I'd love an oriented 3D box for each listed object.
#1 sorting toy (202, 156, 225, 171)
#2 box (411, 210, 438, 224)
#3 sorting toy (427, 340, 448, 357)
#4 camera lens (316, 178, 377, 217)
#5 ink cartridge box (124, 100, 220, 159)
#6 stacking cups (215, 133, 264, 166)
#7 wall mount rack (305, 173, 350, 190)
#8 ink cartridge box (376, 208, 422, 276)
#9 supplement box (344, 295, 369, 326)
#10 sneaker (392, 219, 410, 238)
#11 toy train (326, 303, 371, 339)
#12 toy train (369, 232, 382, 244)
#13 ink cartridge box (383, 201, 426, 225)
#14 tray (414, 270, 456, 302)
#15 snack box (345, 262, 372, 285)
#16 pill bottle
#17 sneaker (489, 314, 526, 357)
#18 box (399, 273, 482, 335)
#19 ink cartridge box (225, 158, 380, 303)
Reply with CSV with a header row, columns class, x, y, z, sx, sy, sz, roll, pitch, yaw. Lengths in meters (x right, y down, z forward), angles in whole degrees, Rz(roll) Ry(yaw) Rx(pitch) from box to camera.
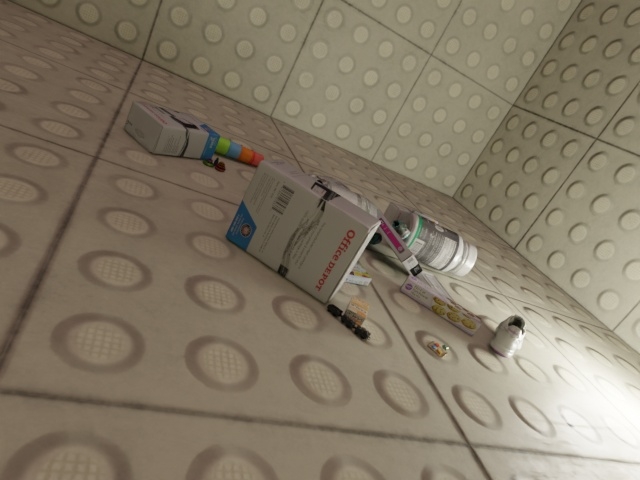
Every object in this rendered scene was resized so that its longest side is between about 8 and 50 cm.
class,x,y,z,sx,sy,sz,roll,pitch,yaw
sorting toy,-0.457,-0.339,1.939,0.102,0.042,0.061,23,21,-14
box,0.492,-0.039,2.248,0.145,0.186,0.038,23,1,-14
sorting toy,0.390,0.351,1.459,0.062,0.012,0.083,39,24,27
camera lens,0.063,-0.112,1.822,0.275,0.219,0.219,19,23,-23
ink cartridge box,-0.621,-0.458,1.884,0.223,0.128,0.308,39,23,24
stacking cups,-0.420,-0.434,2.143,0.317,0.096,0.096,18,23,-30
wall mount rack,-0.012,-0.269,2.224,0.304,0.130,0.350,41,19,22
ink cartridge box,0.309,-0.017,1.962,0.370,0.069,0.176,57,7,36
supplement box,0.113,0.218,1.381,0.062,0.036,0.098,29,21,1
sneaker,0.360,-0.068,2.056,0.076,0.065,0.166,49,5,-18
toy train,0.085,0.240,1.314,0.158,0.027,0.036,37,11,21
toy train,0.166,-0.068,2.036,0.248,0.105,0.143,41,14,30
ink cartridge box,0.426,-0.092,2.320,0.220,0.160,0.092,16,22,-32
tray,0.489,0.204,1.901,0.145,0.030,0.270,19,23,-23
snack box,0.104,0.113,1.613,0.141,0.037,0.100,14,24,-34
pill bottle,0.549,0.028,2.141,0.362,0.204,0.204,24,21,-12
sneaker,0.752,0.352,1.723,0.114,0.152,0.305,34,20,20
box,0.463,0.248,1.719,0.324,0.067,0.063,33,21,10
ink cartridge box,-0.055,-0.035,1.406,0.395,0.285,0.166,33,21,11
